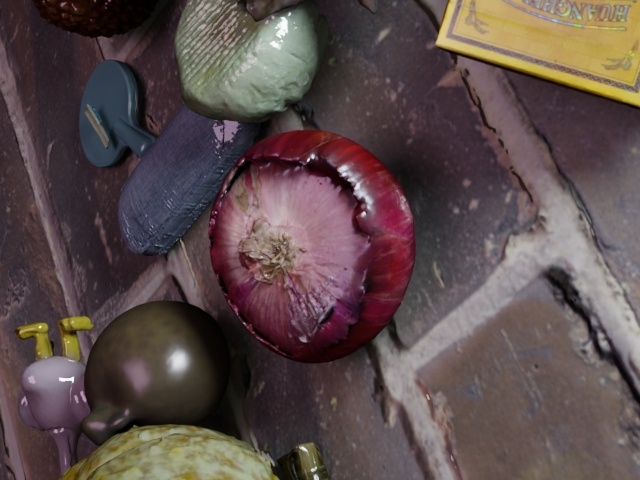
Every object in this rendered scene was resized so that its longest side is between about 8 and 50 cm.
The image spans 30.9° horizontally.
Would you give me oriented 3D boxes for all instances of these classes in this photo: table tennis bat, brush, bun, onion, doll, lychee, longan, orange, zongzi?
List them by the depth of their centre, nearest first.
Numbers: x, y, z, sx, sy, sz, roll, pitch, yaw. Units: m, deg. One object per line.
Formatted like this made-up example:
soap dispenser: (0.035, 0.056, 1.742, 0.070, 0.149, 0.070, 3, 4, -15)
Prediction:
onion: (-0.004, 0.005, 1.200, 0.248, 0.161, 0.248, 7, 99, 53)
zongzi: (-0.021, 0.267, 1.274, 0.083, 0.040, 0.076, -39, 63, 51)
orange: (-0.163, 0.324, 1.279, 0.368, 0.271, 0.210, -39, 15, 38)
bun: (-0.070, -0.226, 1.321, 0.204, 0.126, 0.212, -24, 57, 35)
longan: (-0.199, 0.162, 1.365, 0.159, 0.204, 0.185, 54, 151, -14)
doll: (-0.318, 0.284, 1.506, 0.160, 0.094, 0.365, -11, 97, 34)
lychee: (-0.297, -0.364, 1.564, 0.188, 0.188, 0.188, -9, 78, 46)
table tennis bat: (-0.281, -0.163, 1.614, 0.244, 0.040, 0.153, 37, 114, 48)
brush: (-0.309, -0.160, 1.617, 0.084, 0.013, 0.016, 56, 136, 34)

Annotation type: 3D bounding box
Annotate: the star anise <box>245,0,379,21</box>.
star anise: (0.010, -0.367, 1.209, 0.331, 0.117, 0.332, -15, 56, 23)

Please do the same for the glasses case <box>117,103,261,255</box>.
glasses case: (-0.171, -0.091, 1.462, 0.282, 0.067, 0.109, -46, 58, 30)

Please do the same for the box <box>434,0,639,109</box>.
box: (0.236, -0.280, 0.980, 0.192, 0.084, 0.301, 20, 101, 20)

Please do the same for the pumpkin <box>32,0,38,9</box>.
pumpkin: (-0.444, -0.443, 1.721, 0.248, 0.248, 0.248, -9, 78, 46)
